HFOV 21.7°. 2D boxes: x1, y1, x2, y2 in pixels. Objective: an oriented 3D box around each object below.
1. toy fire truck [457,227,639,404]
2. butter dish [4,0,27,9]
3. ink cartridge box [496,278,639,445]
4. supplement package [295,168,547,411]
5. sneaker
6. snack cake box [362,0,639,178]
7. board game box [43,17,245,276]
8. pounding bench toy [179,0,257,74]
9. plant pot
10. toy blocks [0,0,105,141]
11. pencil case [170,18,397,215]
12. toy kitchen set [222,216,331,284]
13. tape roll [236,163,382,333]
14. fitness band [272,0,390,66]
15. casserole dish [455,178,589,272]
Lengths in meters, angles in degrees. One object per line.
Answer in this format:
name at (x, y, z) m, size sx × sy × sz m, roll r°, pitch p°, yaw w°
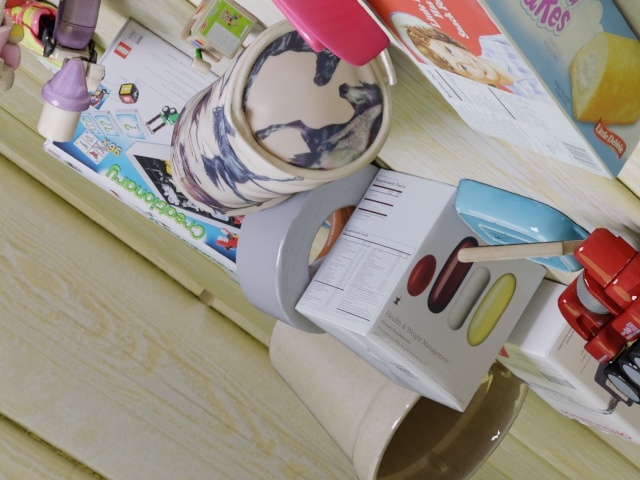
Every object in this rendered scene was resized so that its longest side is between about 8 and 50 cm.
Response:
toy fire truck at (0.276, 0.051, 1.705) m, size 0.246 × 0.158 × 0.217 m, roll 43°, pitch 172°, yaw 7°
butter dish at (-0.464, -0.350, 2.093) m, size 0.159 × 0.118 × 0.160 m, roll -13°, pitch 165°, yaw 3°
ink cartridge box at (0.318, 0.146, 2.107) m, size 0.237 × 0.100 × 0.172 m, roll 40°, pitch 167°, yaw -33°
supplement package at (0.121, 0.058, 1.986) m, size 0.194 × 0.203 × 0.149 m, roll 38°, pitch 168°, yaw -35°
sneaker at (-0.395, -0.299, 2.240) m, size 0.208 × 0.081 × 0.094 m, roll 27°, pitch 164°, yaw -6°
snack cake box at (0.129, -0.164, 1.223) m, size 0.152 × 0.089 × 0.264 m, roll 26°, pitch 168°, yaw 42°
board game box at (-0.163, -0.111, 2.071) m, size 0.305 × 0.193 × 0.053 m, roll 34°, pitch 169°, yaw -6°
pounding bench toy at (-0.117, -0.211, 1.759) m, size 0.052 × 0.083 × 0.065 m, roll 35°, pitch 169°, yaw -17°
plant pot at (0.099, 0.200, 2.551) m, size 0.305 × 0.334 × 0.334 m, roll 40°, pitch 176°, yaw 32°
toy blocks at (-0.353, -0.295, 1.815) m, size 0.309 × 0.260 × 0.288 m, roll 11°, pitch -152°, yaw -20°
pencil case at (-0.044, -0.122, 1.743) m, size 0.160 × 0.183 × 0.410 m, roll 56°, pitch 167°, yaw -4°
toy kitchen set at (-0.013, 0.018, 2.305) m, size 0.207 × 0.166 × 0.122 m, roll 24°, pitch 167°, yaw 42°
tape roll at (0.000, 0.000, 2.029) m, size 0.072 × 0.219 × 0.219 m, roll 25°, pitch 168°, yaw 38°
fitness band at (-0.053, -0.245, 1.288) m, size 0.291 × 0.054 × 0.209 m, roll 50°, pitch -177°, yaw 19°
casserole dish at (0.220, -0.013, 1.831) m, size 0.188 × 0.037 × 0.114 m, roll 23°, pitch 166°, yaw 47°
